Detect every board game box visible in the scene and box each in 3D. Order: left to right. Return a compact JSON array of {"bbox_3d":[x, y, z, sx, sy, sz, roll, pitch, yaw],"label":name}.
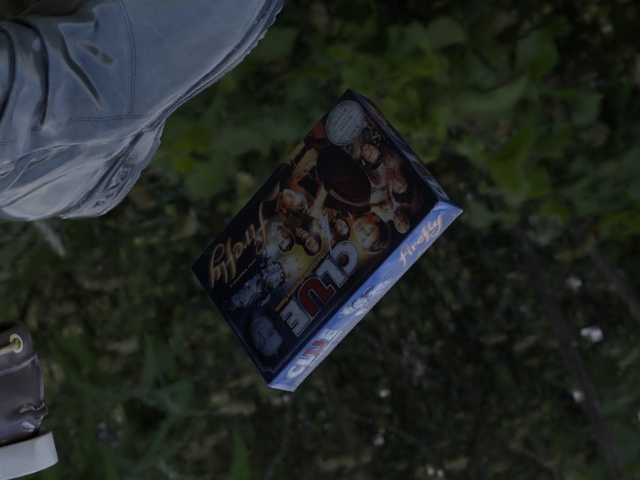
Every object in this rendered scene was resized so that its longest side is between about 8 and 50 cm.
[{"bbox_3d":[0.000,0.000,1.338,0.243,0.165,0.042,-48,146,16],"label":"board game box"}]

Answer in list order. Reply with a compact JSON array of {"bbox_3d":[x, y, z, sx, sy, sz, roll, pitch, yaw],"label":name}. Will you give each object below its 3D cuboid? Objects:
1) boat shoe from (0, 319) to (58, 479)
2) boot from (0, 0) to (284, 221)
[{"bbox_3d":[-0.304,0.109,0.800,0.324,0.097,0.116,-6,176,-38],"label":"boat shoe"},{"bbox_3d":[-0.113,-0.091,0.630,0.246,0.083,0.161,-54,159,24],"label":"boot"}]
